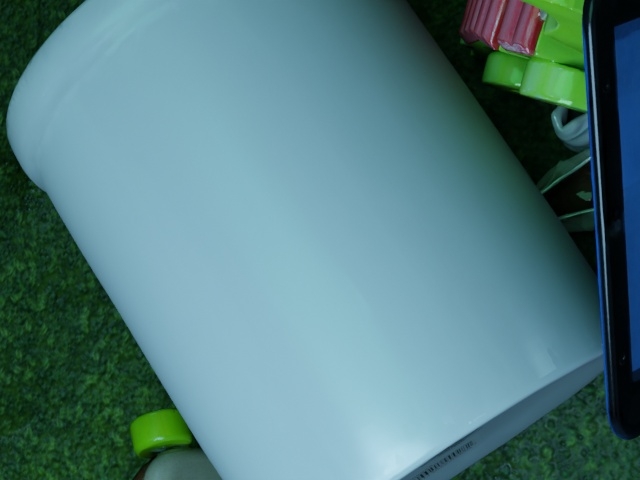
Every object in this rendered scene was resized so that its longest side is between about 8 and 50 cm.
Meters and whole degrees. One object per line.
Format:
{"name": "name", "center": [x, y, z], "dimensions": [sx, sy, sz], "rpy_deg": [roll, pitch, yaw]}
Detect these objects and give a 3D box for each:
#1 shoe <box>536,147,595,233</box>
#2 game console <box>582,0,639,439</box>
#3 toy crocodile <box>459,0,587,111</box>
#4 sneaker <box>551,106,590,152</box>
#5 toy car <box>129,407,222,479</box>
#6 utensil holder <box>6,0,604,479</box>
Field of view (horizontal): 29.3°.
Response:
{"name": "shoe", "center": [0.261, -0.054, 0.936], "dimensions": [0.219, 0.058, 0.077], "rpy_deg": [-21, 78, 24]}
{"name": "game console", "center": [0.298, -0.039, 0.743], "dimensions": [0.250, 0.173, 0.293], "rpy_deg": [-2, 111, 16]}
{"name": "toy crocodile", "center": [0.153, -0.160, 0.866], "dimensions": [0.105, 0.340, 0.115], "rpy_deg": [15, 99, -7]}
{"name": "sneaker", "center": [0.233, -0.137, 0.955], "dimensions": [0.053, 0.061, 0.152], "rpy_deg": [35, 101, 26]}
{"name": "toy car", "center": [-0.143, 0.256, 1.085], "dimensions": [0.188, 0.149, 0.155], "rpy_deg": [-33, 61, 33]}
{"name": "utensil holder", "center": [0.000, 0.000, 0.918], "dimensions": [0.327, 0.327, 0.385], "rpy_deg": [-39, 72, 19]}
